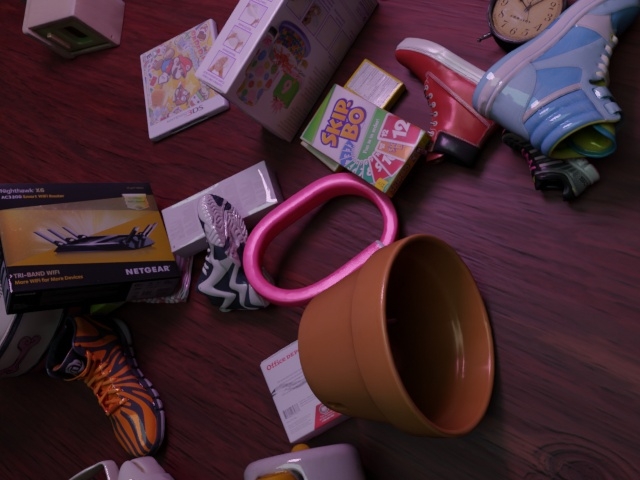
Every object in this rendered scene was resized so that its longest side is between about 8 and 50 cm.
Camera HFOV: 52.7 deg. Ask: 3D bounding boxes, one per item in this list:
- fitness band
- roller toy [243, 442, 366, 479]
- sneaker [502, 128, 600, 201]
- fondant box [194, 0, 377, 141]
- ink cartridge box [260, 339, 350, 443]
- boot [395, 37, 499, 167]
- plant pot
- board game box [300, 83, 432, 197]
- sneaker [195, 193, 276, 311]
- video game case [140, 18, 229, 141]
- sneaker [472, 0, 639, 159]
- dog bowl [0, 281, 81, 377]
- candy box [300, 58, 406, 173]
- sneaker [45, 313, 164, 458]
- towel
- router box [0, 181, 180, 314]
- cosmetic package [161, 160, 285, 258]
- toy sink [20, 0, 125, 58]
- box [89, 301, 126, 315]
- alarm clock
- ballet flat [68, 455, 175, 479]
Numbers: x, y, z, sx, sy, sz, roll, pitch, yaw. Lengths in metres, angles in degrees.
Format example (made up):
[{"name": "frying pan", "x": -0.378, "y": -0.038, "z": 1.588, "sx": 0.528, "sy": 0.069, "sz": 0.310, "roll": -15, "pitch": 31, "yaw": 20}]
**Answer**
[{"name": "fitness band", "x": 0.000, "y": 0.000, "z": 1.141, "sx": 0.290, "sy": 0.054, "sz": 0.209, "roll": -35, "pitch": 60, "yaw": -5}, {"name": "roller toy", "x": -0.023, "y": 0.395, "z": 1.015, "sx": 0.209, "sy": 0.191, "sz": 0.146, "roll": -4, "pitch": 68, "yaw": -20}, {"name": "sneaker", "x": 0.353, "y": -0.121, "z": 1.032, "sx": 0.170, "sy": 0.063, "sz": 0.075, "roll": 38, "pitch": 90, "yaw": 24}, {"name": "fondant box", "x": -0.054, "y": -0.379, "z": 1.203, "sx": 0.096, "sy": 0.238, "sz": 0.330, "roll": 33, "pitch": 93, "yaw": 29}, {"name": "ink cartridge box", "x": -0.025, "y": 0.258, "z": 1.126, "sx": 0.109, "sy": 0.063, "sz": 0.151, "roll": -33, "pitch": 64, "yaw": 16}, {"name": "boot", "x": 0.196, "y": -0.236, "z": 1.132, "sx": 0.244, "sy": 0.088, "sz": 0.176, "roll": 38, "pitch": 97, "yaw": 25}, {"name": "plant pot", "x": 0.105, "y": 0.156, "z": 0.984, "sx": 0.203, "sy": 0.290, "sz": 0.291, "roll": -19, "pitch": 68, "yaw": 39}, {"name": "board game box", "x": 0.068, "y": -0.189, "z": 1.166, "sx": 0.259, "sy": 0.039, "sz": 0.124, "roll": 38, "pitch": 97, "yaw": 40}, {"name": "sneaker", "x": -0.200, "y": 0.037, "z": 1.220, "sx": 0.153, "sy": 0.094, "sz": 0.235, "roll": -20, "pitch": 111, "yaw": 31}, {"name": "video game case", "x": -0.308, "y": -0.358, "z": 1.448, "sx": 0.206, "sy": 0.026, "sz": 0.227, "roll": -19, "pitch": 69, "yaw": 21}, {"name": "sneaker", "x": 0.412, "y": -0.240, "z": 0.981, "sx": 0.319, "sy": 0.127, "sz": 0.208, "roll": -38, "pitch": 66, "yaw": -7}, {"name": "dog bowl", "x": -0.664, "y": 0.110, "z": 1.399, "sx": 0.407, "sy": 0.150, "sz": 0.408, "roll": -15, "pitch": 66, "yaw": 37}, {"name": "candy box", "x": 0.061, "y": -0.236, "z": 1.230, "sx": 0.105, "sy": 0.027, "sz": 0.206, "roll": 42, "pitch": 98, "yaw": 28}, {"name": "sneaker", "x": -0.432, "y": 0.282, "z": 1.258, "sx": 0.124, "sy": 0.180, "sz": 0.321, "roll": -41, "pitch": 63, "yaw": 12}, {"name": "towel", "x": -0.354, "y": 0.059, "z": 1.363, "sx": 0.197, "sy": 0.029, "sz": 0.144, "roll": -3, "pitch": 75, "yaw": 26}, {"name": "router box", "x": -0.455, "y": 0.004, "z": 1.247, "sx": 0.081, "sy": 0.308, "sz": 0.243, "roll": -54, "pitch": 52, "yaw": 43}, {"name": "cosmetic package", "x": -0.190, "y": -0.058, "z": 1.280, "sx": 0.239, "sy": 0.060, "sz": 0.099, "roll": -24, "pitch": 65, "yaw": 12}, {"name": "toy sink", "x": -0.624, "y": -0.541, "z": 1.583, "sx": 0.234, "sy": 0.152, "sz": 0.131, "roll": -2, "pitch": 77, "yaw": 25}, {"name": "box", "x": -0.453, "y": 0.059, "z": 1.386, "sx": 0.109, "sy": 0.042, "sz": 0.178, "roll": -29, "pitch": 61, "yaw": 34}, {"name": "alarm clock", "x": 0.364, "y": -0.398, "z": 1.098, "sx": 0.129, "sy": 0.064, "sz": 0.192, "roll": 35, "pitch": 96, "yaw": 29}, {"name": "ballet flat", "x": -0.384, "y": 0.497, "z": 1.196, "sx": 0.482, "sy": 0.164, "sz": 0.182, "roll": -20, "pitch": 59, "yaw": 27}]
